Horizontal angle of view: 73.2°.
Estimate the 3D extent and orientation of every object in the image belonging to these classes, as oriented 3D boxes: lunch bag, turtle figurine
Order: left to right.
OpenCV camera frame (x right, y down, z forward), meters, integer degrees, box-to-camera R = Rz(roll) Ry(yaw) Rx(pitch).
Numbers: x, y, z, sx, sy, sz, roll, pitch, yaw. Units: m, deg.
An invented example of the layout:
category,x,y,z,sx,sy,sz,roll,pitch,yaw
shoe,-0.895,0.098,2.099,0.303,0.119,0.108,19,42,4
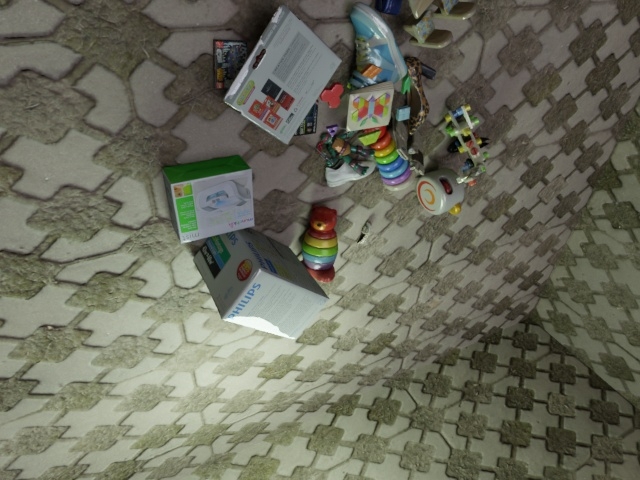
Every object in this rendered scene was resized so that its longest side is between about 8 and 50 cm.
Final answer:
category,x,y,z,sx,sy,sz,roll,pitch,yaw
turtle figurine,0.084,-0.342,1.586,0.234,0.118,0.175,26,98,-26
lunch bag,0.217,-0.771,1.362,0.065,0.067,0.098,-8,125,-30

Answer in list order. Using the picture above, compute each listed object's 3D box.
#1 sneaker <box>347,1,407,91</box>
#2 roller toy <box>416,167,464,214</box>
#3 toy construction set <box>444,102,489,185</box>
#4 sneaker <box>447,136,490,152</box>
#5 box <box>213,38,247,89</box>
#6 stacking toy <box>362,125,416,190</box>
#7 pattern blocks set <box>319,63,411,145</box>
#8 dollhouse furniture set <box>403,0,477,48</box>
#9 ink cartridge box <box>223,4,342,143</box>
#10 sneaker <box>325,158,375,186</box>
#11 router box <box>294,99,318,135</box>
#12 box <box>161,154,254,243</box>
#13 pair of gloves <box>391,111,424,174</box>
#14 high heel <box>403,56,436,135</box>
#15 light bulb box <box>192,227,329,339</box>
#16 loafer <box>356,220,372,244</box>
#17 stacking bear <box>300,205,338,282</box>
category,x,y,z,sx,sy,sz,roll,pitch,yaw
sneaker,0.147,-0.593,1.420,0.208,0.127,0.319,-46,135,4
roller toy,0.543,-0.222,1.931,0.146,0.209,0.191,-23,128,-18
toy construction set,0.620,-0.391,1.799,0.151,0.327,0.215,-11,-179,15
sneaker,0.662,-0.424,1.927,0.170,0.089,0.051,-27,135,-14
box,-0.267,-0.517,1.273,0.094,0.027,0.136,-11,130,-26
stacking toy,0.257,-0.347,1.697,0.141,0.141,0.330,-40,132,0
pattern blocks set,0.165,-0.450,1.458,0.325,0.026,0.285,-25,138,-8
dollhouse furniture set,0.407,-0.832,1.250,0.394,0.257,0.362,-50,136,-6
ink cartridge box,-0.134,-0.494,1.281,0.272,0.130,0.309,25,104,-48
sneaker,0.118,-0.287,1.689,0.212,0.080,0.094,-24,122,-15
router box,-0.059,-0.424,1.479,0.092,0.038,0.122,-14,131,-23
box,-0.369,-0.141,1.442,0.262,0.126,0.230,-15,129,-25
pair of gloves,0.346,-0.377,1.702,0.042,0.204,0.240,-16,153,34
high heel,0.328,-0.535,1.601,0.186,0.093,0.260,3,106,-43
light bulb box,-0.223,0.141,1.598,0.361,0.358,0.225,29,103,-43
loafer,0.200,-0.032,1.970,0.039,0.045,0.125,-3,128,-24
stacking bear,0.000,0.000,1.783,0.164,0.176,0.288,-45,146,-61
